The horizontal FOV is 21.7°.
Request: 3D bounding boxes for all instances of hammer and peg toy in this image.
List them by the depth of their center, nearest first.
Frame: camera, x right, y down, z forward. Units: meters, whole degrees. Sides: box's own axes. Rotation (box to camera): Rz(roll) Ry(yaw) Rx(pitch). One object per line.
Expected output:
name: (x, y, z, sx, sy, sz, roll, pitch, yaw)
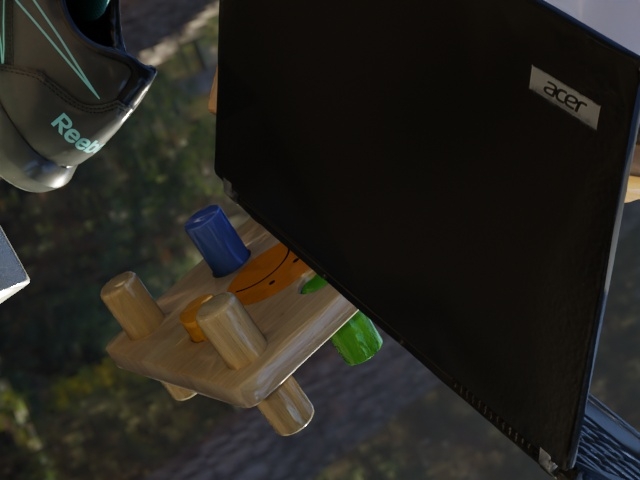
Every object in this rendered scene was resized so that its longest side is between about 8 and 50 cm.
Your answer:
hammer and peg toy: (0.000, 0.000, 1.417, 0.266, 0.361, 0.127, 6, -46, 58)

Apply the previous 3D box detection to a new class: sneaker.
sneaker: (-0.170, -0.159, 0.959, 0.101, 0.106, 0.267, 15, 46, -59)

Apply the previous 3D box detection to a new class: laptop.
laptop: (0.076, -0.013, 0.665, 0.264, 0.137, 0.234, 25, 11, -46)

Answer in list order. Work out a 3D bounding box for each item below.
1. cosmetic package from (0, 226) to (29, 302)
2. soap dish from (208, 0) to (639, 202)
cosmetic package: (-0.302, -0.066, 0.867, 0.160, 0.113, 0.309, -33, -94, 35)
soap dish: (0.085, -0.161, 0.853, 0.118, 0.228, 0.291, 84, 17, -65)
